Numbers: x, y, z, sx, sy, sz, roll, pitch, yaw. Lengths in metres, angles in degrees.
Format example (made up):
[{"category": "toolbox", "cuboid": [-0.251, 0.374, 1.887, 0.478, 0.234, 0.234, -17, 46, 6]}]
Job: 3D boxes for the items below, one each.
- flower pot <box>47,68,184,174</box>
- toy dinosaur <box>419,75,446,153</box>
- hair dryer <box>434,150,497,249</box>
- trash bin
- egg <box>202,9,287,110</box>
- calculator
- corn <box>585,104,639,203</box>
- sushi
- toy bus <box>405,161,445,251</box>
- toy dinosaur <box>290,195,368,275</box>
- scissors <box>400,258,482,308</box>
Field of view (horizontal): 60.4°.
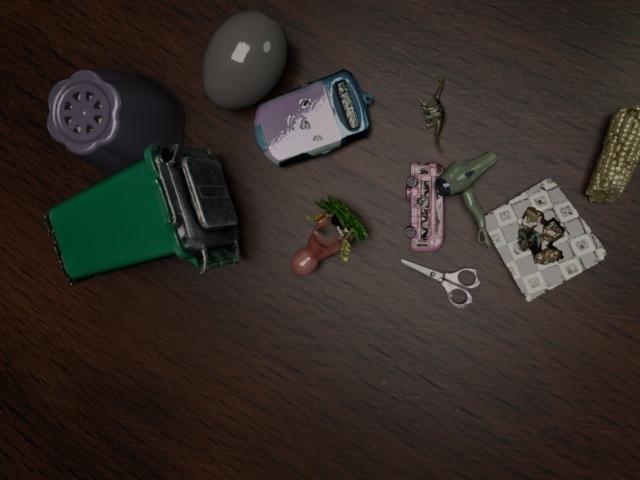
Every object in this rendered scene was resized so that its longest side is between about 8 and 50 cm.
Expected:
[{"category": "flower pot", "cuboid": [-0.484, -0.284, 1.287, 0.265, 0.243, 0.265, 0, 91, 9]}, {"category": "toy dinosaur", "cuboid": [0.254, -0.283, 1.242, 0.058, 0.037, 0.180, -1, 92, 16]}, {"category": "hair dryer", "cuboid": [0.357, -0.103, 1.204, 0.167, 0.067, 0.199, -45, 101, -18]}, {"category": "trash bin", "cuboid": [-0.403, -0.034, 1.287, 0.381, 0.259, 0.295, -18, 89, 18]}, {"category": "egg", "cuboid": [-0.176, -0.403, 1.252, 0.176, 0.176, 0.232, 36, 109, 7]}, {"category": "calculator", "cuboid": [-0.016, -0.282, 1.289, 0.293, 0.051, 0.172, -19, 88, 11]}, {"category": "corn", "cuboid": [0.626, -0.178, 1.150, 0.087, 0.087, 0.210, 20, 95, 10]}, {"category": "sushi", "cuboid": [0.482, -0.004, 1.208, 0.193, 0.040, 0.210, -32, 79, 12]}, {"category": "toy bus", "cuboid": [0.236, -0.076, 1.244, 0.090, 0.063, 0.203, -1, 95, 8]}, {"category": "toy dinosaur", "cuboid": [-0.005, -0.006, 1.252, 0.177, 0.194, 0.152, -42, 93, -11]}, {"category": "scissors", "cuboid": [0.273, 0.084, 1.269, 0.189, 0.015, 0.100, 24, 96, 11]}]
